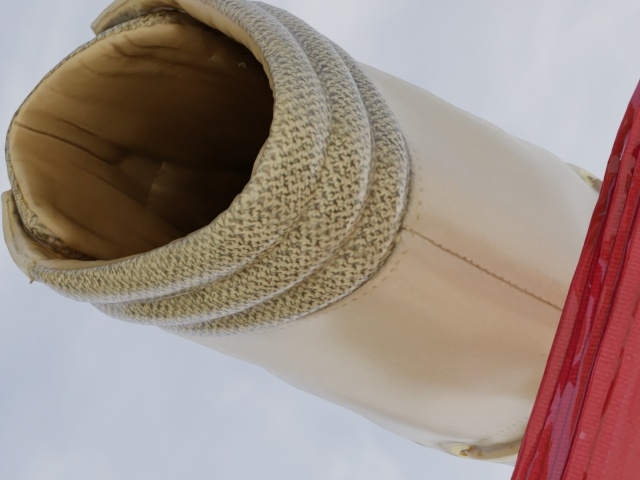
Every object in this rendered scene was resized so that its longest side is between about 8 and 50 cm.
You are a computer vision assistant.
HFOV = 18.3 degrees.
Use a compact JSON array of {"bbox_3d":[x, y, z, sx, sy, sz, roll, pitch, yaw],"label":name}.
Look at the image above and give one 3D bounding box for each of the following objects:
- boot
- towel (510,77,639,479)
[{"bbox_3d":[0.000,0.000,0.562,0.203,0.262,0.095,23,-91,-29],"label":"boot"},{"bbox_3d":[0.159,0.091,0.395,0.274,0.031,0.199,20,-98,-12],"label":"towel"}]
